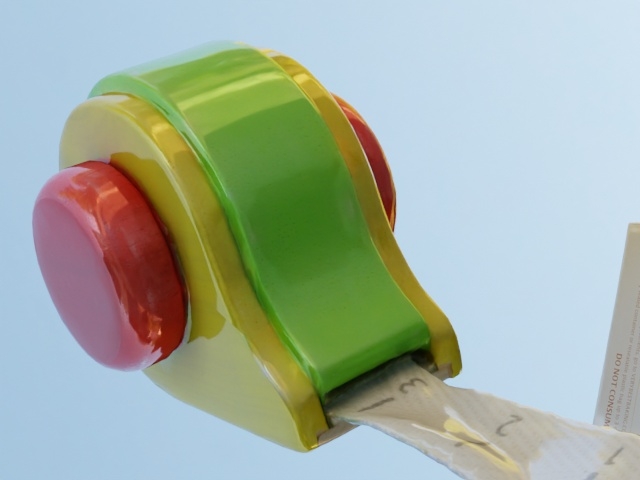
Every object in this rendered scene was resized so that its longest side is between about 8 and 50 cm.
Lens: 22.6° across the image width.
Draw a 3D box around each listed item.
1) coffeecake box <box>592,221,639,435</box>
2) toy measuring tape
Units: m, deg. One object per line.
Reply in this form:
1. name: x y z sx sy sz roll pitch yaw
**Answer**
1. coffeecake box: 0.184 0.079 0.522 0.068 0.185 0.142 9 -88 -51
2. toy measuring tape: 0.000 0.000 0.479 0.121 0.330 0.121 -6 -80 -33
